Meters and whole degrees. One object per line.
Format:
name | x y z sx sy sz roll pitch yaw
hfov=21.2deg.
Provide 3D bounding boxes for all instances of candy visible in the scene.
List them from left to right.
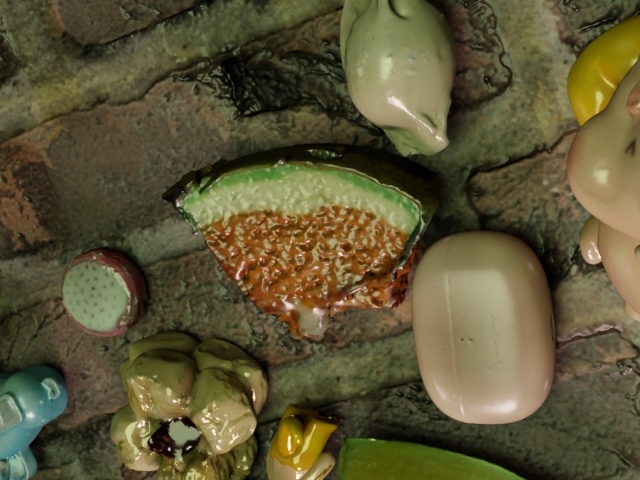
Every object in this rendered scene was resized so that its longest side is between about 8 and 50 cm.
candy | -0.247 0.059 1.953 0.103 0.043 0.103 7 108 22

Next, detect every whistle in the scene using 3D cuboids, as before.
whistle | -0.404 0.220 2.049 0.274 0.093 0.186 -27 91 32

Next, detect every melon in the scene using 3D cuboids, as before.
melon | 0.161 0.322 1.782 0.323 0.124 0.196 7 109 20

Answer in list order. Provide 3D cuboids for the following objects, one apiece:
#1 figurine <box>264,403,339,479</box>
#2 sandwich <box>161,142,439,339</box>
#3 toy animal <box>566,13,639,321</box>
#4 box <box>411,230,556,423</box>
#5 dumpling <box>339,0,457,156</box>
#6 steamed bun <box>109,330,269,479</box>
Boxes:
figurine | -0.044 0.304 1.882 0.156 0.131 0.246 20 99 45
sandwich | 0.006 -0.011 1.781 0.292 0.109 0.212 -16 103 31
toy animal | 0.314 -0.068 1.531 0.277 0.247 0.345 33 115 17
box | 0.165 0.089 1.734 0.146 0.088 0.200 -1 102 22
dumpling | 0.067 -0.180 1.709 0.155 0.111 0.181 -10 74 57
steamed bun | -0.160 0.195 1.911 0.192 0.106 0.177 28 112 19
